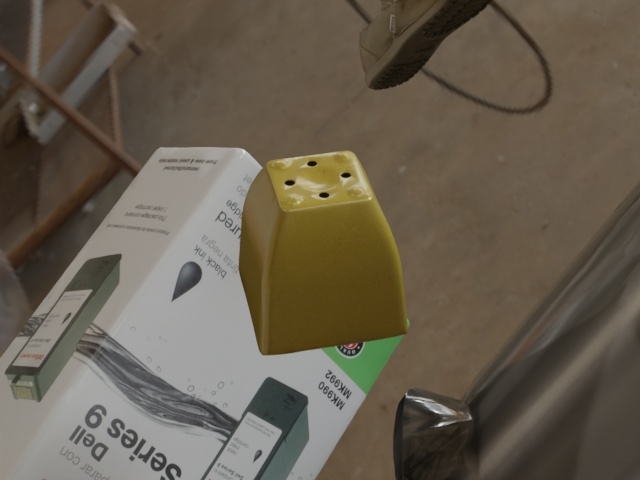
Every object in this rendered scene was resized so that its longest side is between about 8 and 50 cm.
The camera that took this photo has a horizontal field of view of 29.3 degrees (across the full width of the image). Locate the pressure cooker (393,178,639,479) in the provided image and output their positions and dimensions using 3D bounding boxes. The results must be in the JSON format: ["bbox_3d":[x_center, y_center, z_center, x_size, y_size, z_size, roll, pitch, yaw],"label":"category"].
[{"bbox_3d":[0.269,0.155,0.771,0.370,0.375,0.420,48,129,22],"label":"pressure cooker"}]

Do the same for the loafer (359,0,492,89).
[{"bbox_3d":[0.069,-0.159,0.832,0.056,0.050,0.148,-17,-19,-45],"label":"loafer"}]

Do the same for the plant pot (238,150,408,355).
[{"bbox_3d":[0.000,0.000,0.655,0.081,0.083,0.081,-7,38,-10],"label":"plant pot"}]

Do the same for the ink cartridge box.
[{"bbox_3d":[-0.099,0.110,0.859,0.121,0.211,0.289,5,56,52],"label":"ink cartridge box"}]
